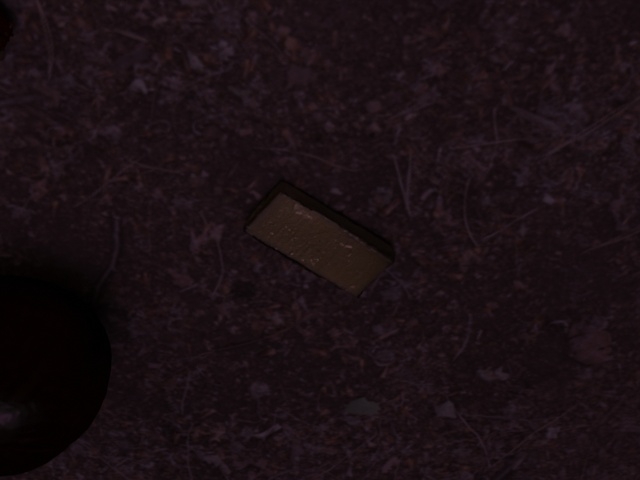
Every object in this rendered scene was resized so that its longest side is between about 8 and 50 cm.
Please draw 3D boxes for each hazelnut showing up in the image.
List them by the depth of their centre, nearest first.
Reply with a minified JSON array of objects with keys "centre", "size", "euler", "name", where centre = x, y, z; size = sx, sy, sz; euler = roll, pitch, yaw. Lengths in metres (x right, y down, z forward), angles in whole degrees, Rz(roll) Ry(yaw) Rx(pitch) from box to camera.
[{"centre":[-0.324,0.139,1.194],"size":[0.229,0.229,0.229],"euler":[0,132,0],"name":"hazelnut"}]

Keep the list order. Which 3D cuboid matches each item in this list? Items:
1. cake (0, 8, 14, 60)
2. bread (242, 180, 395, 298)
[{"centre":[-0.318,-0.213,0.961],"size":[0.116,0.086,0.220],"euler":[4,132,-3],"name":"cake"},{"centre":[0.000,0.000,1.194],"size":[0.153,0.028,0.068],"euler":[30,125,-23],"name":"bread"}]
